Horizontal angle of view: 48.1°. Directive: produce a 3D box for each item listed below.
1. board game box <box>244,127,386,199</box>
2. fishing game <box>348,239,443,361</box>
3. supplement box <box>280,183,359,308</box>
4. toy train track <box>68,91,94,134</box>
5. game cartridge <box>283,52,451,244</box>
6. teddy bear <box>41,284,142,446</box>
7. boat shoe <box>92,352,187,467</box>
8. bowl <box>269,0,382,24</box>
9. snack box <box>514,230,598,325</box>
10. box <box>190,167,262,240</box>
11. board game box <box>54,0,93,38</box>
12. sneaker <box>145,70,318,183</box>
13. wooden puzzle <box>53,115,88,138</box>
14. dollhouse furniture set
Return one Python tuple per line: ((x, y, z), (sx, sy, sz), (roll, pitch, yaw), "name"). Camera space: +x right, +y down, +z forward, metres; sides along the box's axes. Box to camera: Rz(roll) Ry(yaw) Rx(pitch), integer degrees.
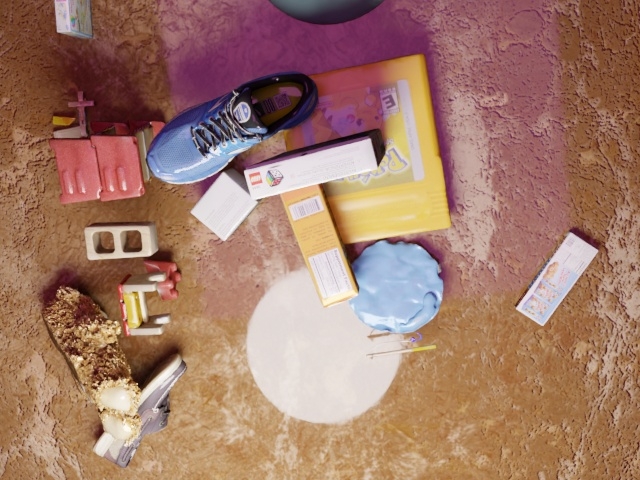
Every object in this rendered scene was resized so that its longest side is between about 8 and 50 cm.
((0.004, -0.132, 1.179), (0.193, 0.305, 0.053), (-13, 99, 10), "board game box")
((0.144, 0.088, 1.384), (0.189, 0.041, 0.264), (-14, 84, 9), "fishing game")
((0.000, 0.000, 1.317), (0.080, 0.078, 0.233), (-18, 97, 7), "supplement box")
((-0.463, -0.247, 1.395), (0.048, 0.014, 0.083), (-5, 88, -10), "toy train track")
((0.080, -0.161, 1.341), (0.285, 0.052, 0.324), (-10, 95, 9), "game cartridge")
((-0.418, 0.230, 1.370), (0.113, 0.338, 0.245), (-24, 123, -27), "teddy bear")
((-0.348, 0.347, 1.450), (0.092, 0.103, 0.285), (39, 104, -7), "boat shoe")
((0.006, -0.543, 1.239), (0.311, 0.163, 0.312), (1, 100, 5), "bowl")
((0.449, 0.074, 1.371), (0.064, 0.022, 0.178), (33, 100, -2), "snack box")
((-0.174, -0.070, 1.362), (0.087, 0.102, 0.101), (41, 101, -4), "box")
((-0.457, -0.457, 1.322), (0.026, 0.103, 0.154), (-1, 99, 5), "board game box")
((-0.154, -0.208, 1.236), (0.330, 0.147, 0.130), (-30, 92, -5), "sneaker")
((-0.487, -0.189, 1.415), (0.078, 0.014, 0.116), (-3, 99, 10), "wooden puzzle")
((-0.366, -0.029, 1.344), (0.152, 0.201, 0.374), (-3, 105, 5), "dollhouse furniture set")
